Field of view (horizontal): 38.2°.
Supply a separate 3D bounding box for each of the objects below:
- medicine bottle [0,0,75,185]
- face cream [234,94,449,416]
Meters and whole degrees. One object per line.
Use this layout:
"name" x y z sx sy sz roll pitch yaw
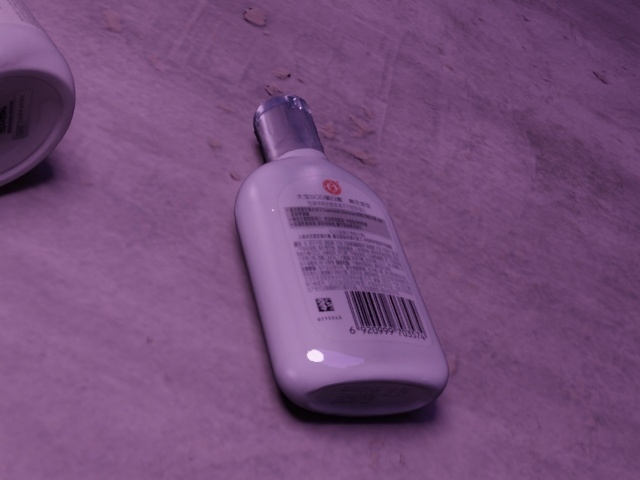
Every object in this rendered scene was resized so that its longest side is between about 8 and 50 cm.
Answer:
"medicine bottle" -0.277 -0.148 0.642 0.135 0.135 0.215 -19 62 -44
"face cream" 0.000 0.000 0.731 0.143 0.071 0.291 6 48 -31
